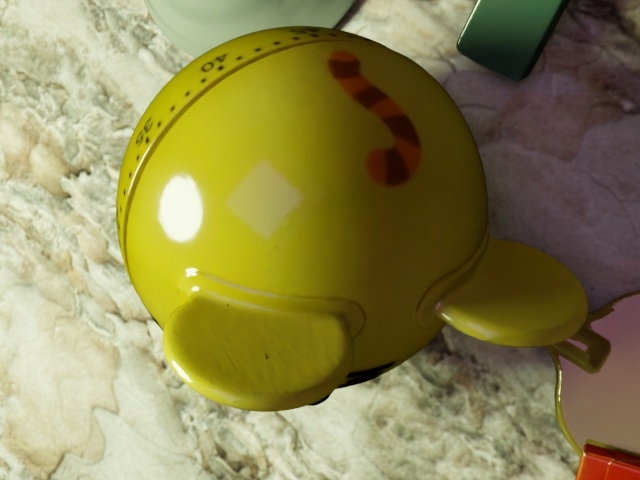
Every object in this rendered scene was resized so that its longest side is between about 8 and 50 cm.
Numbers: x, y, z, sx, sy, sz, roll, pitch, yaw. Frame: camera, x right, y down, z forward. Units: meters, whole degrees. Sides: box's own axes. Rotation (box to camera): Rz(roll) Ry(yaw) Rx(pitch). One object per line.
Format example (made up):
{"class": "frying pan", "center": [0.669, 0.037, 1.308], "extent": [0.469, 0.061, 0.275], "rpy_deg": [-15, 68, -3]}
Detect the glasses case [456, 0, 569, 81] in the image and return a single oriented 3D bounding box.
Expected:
{"class": "glasses case", "center": [0.205, -0.251, 0.983], "extent": [0.078, 0.039, 0.184], "rpy_deg": [32, 118, 13]}

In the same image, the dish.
{"class": "dish", "center": [-0.096, -0.350, 1.117], "extent": [0.317, 0.106, 0.316], "rpy_deg": [-1, 87, 24]}

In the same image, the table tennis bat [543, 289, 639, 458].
{"class": "table tennis bat", "center": [0.277, 0.118, 0.959], "extent": [0.321, 0.050, 0.198], "rpy_deg": [32, 100, 18]}

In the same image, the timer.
{"class": "timer", "center": [0.000, 0.000, 0.908], "extent": [0.376, 0.376, 0.387], "rpy_deg": [-50, 46, 13]}

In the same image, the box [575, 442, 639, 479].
{"class": "box", "center": [0.341, 0.282, 0.907], "extent": [0.245, 0.035, 0.139], "rpy_deg": [13, 101, 18]}
